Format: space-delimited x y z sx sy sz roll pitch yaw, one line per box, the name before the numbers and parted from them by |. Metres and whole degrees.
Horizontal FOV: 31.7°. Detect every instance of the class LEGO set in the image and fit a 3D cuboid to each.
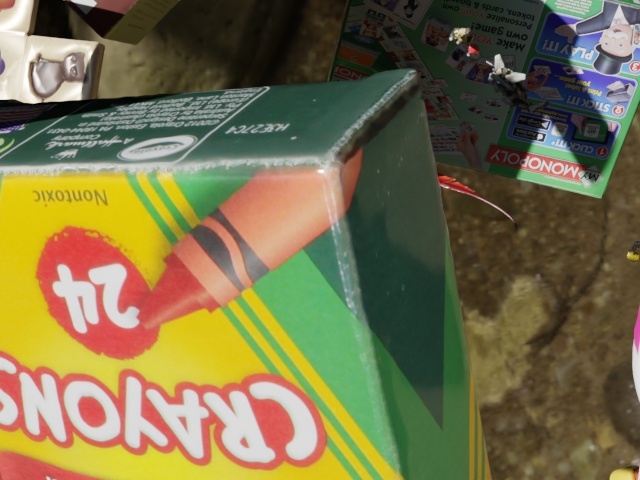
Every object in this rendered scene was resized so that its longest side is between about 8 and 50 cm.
LEGO set | 0.117 -0.111 0.765 0.083 0.054 0.023 38 91 6

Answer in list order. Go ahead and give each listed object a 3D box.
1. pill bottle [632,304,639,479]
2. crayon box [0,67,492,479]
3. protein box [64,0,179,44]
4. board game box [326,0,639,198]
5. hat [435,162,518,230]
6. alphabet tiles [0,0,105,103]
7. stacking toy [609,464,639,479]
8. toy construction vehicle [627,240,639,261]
pill bottle | 0.182 -0.003 0.329 0.160 0.160 0.283 31 128 41
crayon box | -0.034 0.100 0.455 0.202 0.081 0.318 0 118 29
protein box | -0.144 -0.282 0.932 0.136 0.200 0.201 45 95 -7
board game box | 0.172 -0.176 1.160 0.046 0.317 0.213 -87 11 -59
hat | 0.122 -0.104 1.469 0.183 0.209 0.173 -100 -7 -52
alphabet tiles | -0.306 -0.067 0.782 0.343 0.011 0.285 9 90 23
stacking toy | 0.479 0.402 1.312 0.130 0.279 0.309 -38 93 24
toy construction vehicle | 0.463 -0.016 1.533 0.035 0.086 0.098 35 153 -11
